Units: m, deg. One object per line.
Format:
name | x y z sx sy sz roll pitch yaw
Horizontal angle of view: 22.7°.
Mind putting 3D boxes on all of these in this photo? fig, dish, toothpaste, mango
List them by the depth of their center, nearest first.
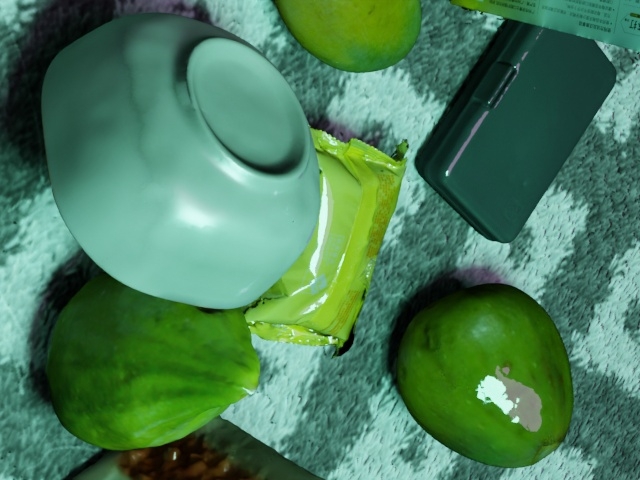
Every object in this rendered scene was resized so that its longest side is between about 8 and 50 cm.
dish | -0.093 -0.077 1.272 0.256 0.117 0.256 28 46 -33
fig | -0.141 0.090 1.337 0.167 0.233 0.167 8 68 -19
mango | 0.028 -0.220 1.429 0.194 0.092 0.130 26 88 -52
toothpaste | 0.251 -0.228 1.457 0.071 0.313 0.089 -2 108 -40
fig | 0.175 0.144 1.647 0.181 0.191 0.181 -38 163 -14

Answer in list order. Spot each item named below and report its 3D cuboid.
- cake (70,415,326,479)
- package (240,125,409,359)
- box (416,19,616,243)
cake | -0.088 0.320 1.403 0.237 0.309 0.230 -43 132 -23
package | 0.000 0.000 1.489 0.168 0.090 0.226 11 103 -46
box | 0.206 -0.124 1.642 0.230 0.050 0.160 -56 133 -7
